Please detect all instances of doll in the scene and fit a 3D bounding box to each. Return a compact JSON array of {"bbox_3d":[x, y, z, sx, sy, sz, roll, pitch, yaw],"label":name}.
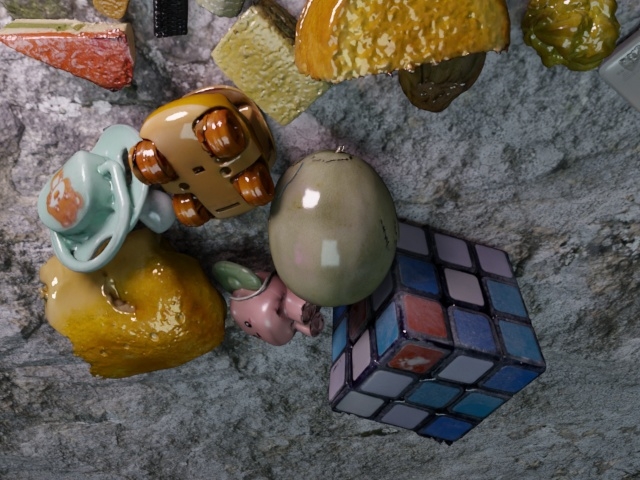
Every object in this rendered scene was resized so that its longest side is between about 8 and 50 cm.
[{"bbox_3d":[-0.116,0.140,1.409,0.268,0.216,0.284,12,146,27],"label":"doll"}]

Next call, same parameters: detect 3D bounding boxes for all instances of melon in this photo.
[{"bbox_3d":[0.026,-0.028,1.157,0.269,0.268,0.330,1,108,1],"label":"melon"}]

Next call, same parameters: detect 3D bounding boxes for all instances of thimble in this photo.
[{"bbox_3d":[-0.165,-0.410,0.917,0.084,0.110,0.062,-23,153,-44],"label":"thimble"}]

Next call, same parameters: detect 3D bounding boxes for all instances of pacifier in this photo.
[{"bbox_3d":[-0.414,-0.065,1.184,0.343,0.288,0.269,-31,152,33],"label":"pacifier"}]

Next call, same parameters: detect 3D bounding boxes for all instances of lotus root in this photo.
[{"bbox_3d":[0.216,-0.284,1.023,0.159,0.135,0.095,-2,137,22],"label":"lotus root"}]

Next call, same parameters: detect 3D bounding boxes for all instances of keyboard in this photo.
[{"bbox_3d":[-0.244,-0.415,0.933,0.060,0.018,0.195,-11,150,-20],"label":"keyboard"}]

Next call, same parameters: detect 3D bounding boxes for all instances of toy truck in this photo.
[{"bbox_3d":[-0.203,-0.159,1.084,0.204,0.211,0.288,-17,135,17],"label":"toy truck"}]

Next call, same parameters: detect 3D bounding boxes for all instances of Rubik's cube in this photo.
[{"bbox_3d":[0.245,0.208,1.330,0.362,0.363,0.359,16,135,-12],"label":"Rubik's cube"}]

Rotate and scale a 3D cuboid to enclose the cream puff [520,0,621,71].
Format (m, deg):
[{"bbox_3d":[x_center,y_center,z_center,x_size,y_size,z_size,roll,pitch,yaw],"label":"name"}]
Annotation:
[{"bbox_3d":[0.405,-0.346,0.945,0.156,0.121,0.156,3,140,2],"label":"cream puff"}]

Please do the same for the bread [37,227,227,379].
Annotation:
[{"bbox_3d":[-0.423,0.165,1.361,0.394,0.250,0.361,-13,133,20],"label":"bread"}]

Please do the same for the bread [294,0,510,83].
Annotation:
[{"bbox_3d":[0.120,-0.363,0.874,0.340,0.194,0.179,-11,120,-3],"label":"bread"}]

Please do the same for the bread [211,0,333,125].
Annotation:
[{"bbox_3d":[-0.079,-0.315,1.002,0.196,0.102,0.138,37,123,-27],"label":"bread"}]

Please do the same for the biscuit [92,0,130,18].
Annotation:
[{"bbox_3d":[-0.319,-0.469,0.900,0.239,0.041,0.212,-16,133,10],"label":"biscuit"}]

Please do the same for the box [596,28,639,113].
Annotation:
[{"bbox_3d":[0.650,-0.284,1.054,0.285,0.044,0.142,29,131,-24],"label":"box"}]

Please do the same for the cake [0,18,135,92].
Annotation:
[{"bbox_3d":[-0.429,-0.325,1.011,0.220,0.086,0.116,-2,132,2],"label":"cake"}]
